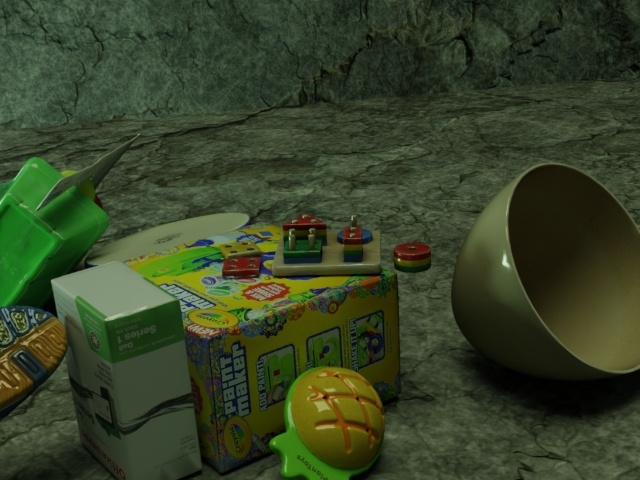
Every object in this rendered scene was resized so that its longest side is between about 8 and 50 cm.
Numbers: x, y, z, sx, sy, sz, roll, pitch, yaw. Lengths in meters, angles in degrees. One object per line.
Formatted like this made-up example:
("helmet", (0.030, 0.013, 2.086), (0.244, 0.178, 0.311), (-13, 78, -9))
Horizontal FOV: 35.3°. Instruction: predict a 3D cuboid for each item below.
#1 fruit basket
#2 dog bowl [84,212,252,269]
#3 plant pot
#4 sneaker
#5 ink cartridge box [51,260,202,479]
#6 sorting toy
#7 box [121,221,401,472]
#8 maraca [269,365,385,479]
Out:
("fruit basket", (-0.441, -0.025, 1.593), (0.165, 0.327, 0.353), (38, 20, -10))
("dog bowl", (-0.221, 0.044, 1.541), (0.265, 0.104, 0.265), (-13, 12, 3))
("plant pot", (0.283, 0.064, 1.330), (0.284, 0.284, 0.191), (-21, -8, -42))
("sneaker", (-0.402, 0.186, 1.088), (0.112, 0.131, 0.296), (43, 62, 14))
("ink cartridge box", (-0.219, 0.153, 1.141), (0.093, 0.219, 0.160), (-17, 23, -31))
("sorting toy", (0.000, 0.000, 1.275), (0.275, 0.046, 0.132), (-2, 19, 4))
("box", (-0.096, 0.119, 1.289), (0.279, 0.177, 0.290), (-18, 24, -35))
("maraca", (0.010, 0.213, 1.121), (0.127, 0.099, 0.185), (36, 37, -2))
